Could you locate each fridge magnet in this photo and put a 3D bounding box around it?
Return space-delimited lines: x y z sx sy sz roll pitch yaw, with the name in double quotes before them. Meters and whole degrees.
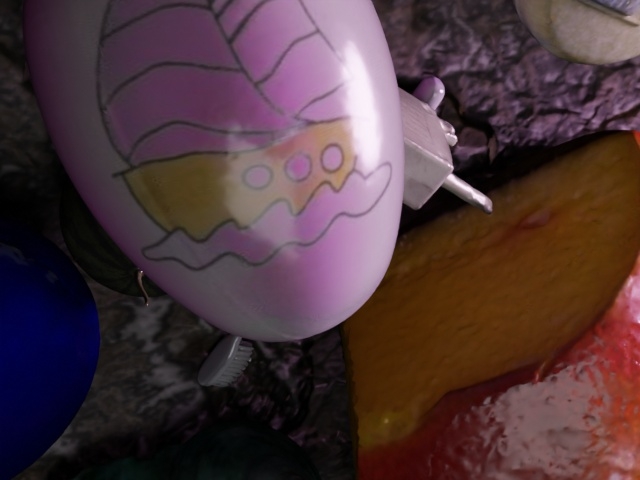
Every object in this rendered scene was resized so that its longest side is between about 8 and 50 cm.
"fridge magnet" -0.268 0.072 1.216 0.265 0.112 0.265 -12 135 -12

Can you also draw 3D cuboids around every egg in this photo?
"egg" -0.054 -0.076 1.072 0.196 0.271 0.196 -17 174 -2

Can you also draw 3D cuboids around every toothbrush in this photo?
"toothbrush" 0.000 0.000 1.324 0.025 0.020 0.286 13 125 -39

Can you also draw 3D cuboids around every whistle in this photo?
"whistle" 0.218 -0.152 1.239 0.258 0.067 0.126 17 124 -36

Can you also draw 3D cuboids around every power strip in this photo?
"power strip" 0.043 -0.063 1.222 0.175 0.075 0.042 30 115 -24

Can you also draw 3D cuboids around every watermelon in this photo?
"watermelon" -0.106 -0.009 1.193 0.105 0.133 0.105 -1 131 -1

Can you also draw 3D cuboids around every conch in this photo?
"conch" -0.080 0.210 1.404 0.196 0.134 0.202 22 121 -37

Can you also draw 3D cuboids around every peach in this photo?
"peach" 0.158 0.117 1.344 0.306 0.242 0.380 -9 134 -8
